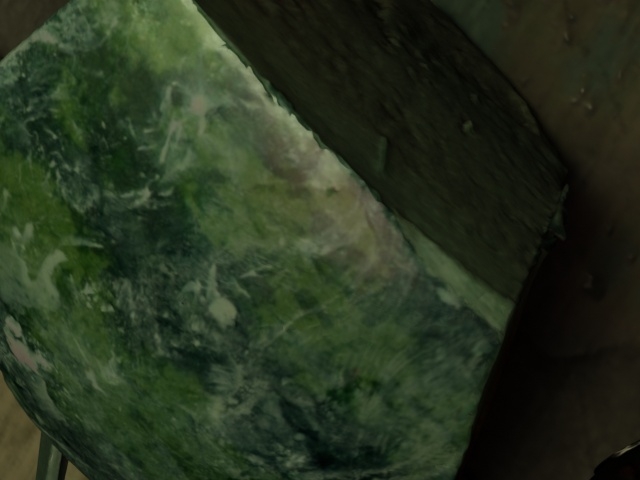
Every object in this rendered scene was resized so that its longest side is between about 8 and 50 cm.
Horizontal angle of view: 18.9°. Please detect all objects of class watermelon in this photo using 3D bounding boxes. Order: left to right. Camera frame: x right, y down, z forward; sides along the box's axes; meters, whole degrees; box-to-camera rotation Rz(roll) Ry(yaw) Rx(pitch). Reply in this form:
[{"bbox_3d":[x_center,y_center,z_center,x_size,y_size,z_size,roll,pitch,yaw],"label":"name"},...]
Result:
[{"bbox_3d":[0.000,0.000,0.827,0.228,0.258,0.387,22,147,17],"label":"watermelon"}]

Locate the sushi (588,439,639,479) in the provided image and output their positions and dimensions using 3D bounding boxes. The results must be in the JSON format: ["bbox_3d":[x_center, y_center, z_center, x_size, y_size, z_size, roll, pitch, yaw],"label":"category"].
[{"bbox_3d":[0.166,0.145,0.741,0.172,0.153,0.150,-29,71,10],"label":"sushi"}]

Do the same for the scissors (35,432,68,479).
[{"bbox_3d":[-0.105,-0.040,0.919,0.192,0.029,0.447,-144,63,-67],"label":"scissors"}]
